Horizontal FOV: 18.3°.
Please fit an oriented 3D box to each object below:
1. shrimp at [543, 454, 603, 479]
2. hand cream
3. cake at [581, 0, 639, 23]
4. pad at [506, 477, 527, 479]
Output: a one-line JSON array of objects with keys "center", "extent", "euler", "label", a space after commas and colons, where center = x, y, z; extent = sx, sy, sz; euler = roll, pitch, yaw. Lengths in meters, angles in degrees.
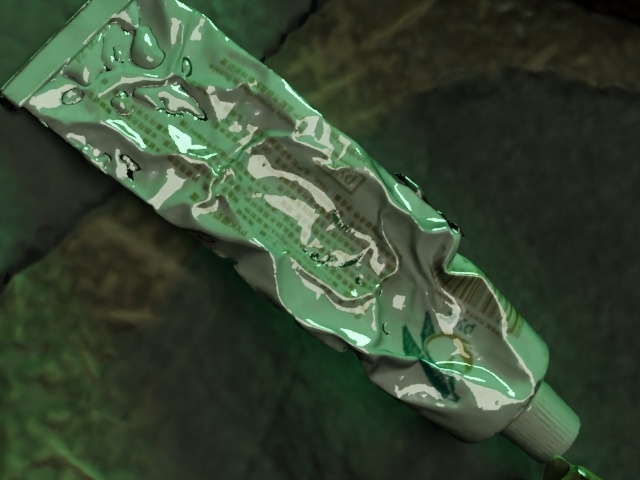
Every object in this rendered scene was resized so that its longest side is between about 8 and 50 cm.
[{"center": [0.227, 0.137, 0.816], "extent": [0.317, 0.077, 0.168], "euler": [28, 62, -24], "label": "shrimp"}, {"center": [0.001, 0.000, 0.754], "extent": [0.257, 0.050, 0.084], "euler": [42, 75, -10], "label": "hand cream"}, {"center": [0.150, -0.149, 0.799], "extent": [0.295, 0.113, 0.116], "euler": [17, 79, -14], "label": "cake"}, {"center": [0.142, 0.197, 0.797], "extent": [0.211, 0.003, 0.143], "euler": [28, 65, -20], "label": "pad"}]
